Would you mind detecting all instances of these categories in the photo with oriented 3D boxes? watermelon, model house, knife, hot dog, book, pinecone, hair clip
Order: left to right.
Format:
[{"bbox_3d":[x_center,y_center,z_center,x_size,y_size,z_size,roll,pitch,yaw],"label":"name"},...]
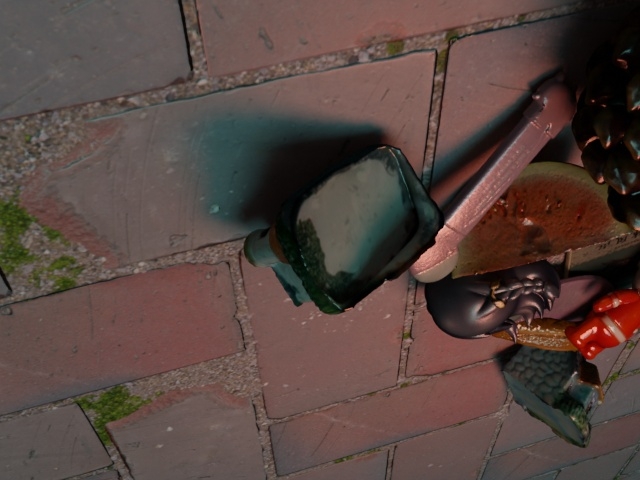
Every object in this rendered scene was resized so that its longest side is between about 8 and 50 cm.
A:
[{"bbox_3d":[0.000,0.000,1.168,0.253,0.184,0.291,-39,-170,-33],"label":"model house"},{"bbox_3d":[0.268,-0.092,1.211,0.132,0.038,0.399,24,112,-40],"label":"knife"},{"bbox_3d":[0.358,-0.046,1.296,0.303,0.159,0.128,-17,176,20],"label":"watermelon"},{"bbox_3d":[0.506,0.199,1.684,0.288,0.068,0.083,11,130,-16],"label":"hot dog"},{"bbox_3d":[0.488,0.126,1.583,0.358,0.110,0.095,0,-178,-20],"label":"hair clip"},{"bbox_3d":[0.607,0.331,1.835,0.241,0.226,0.261,-50,146,-11],"label":"model house"},{"bbox_3d":[0.628,0.003,1.558,0.264,0.031,0.379,-19,143,0],"label":"book"},{"bbox_3d":[0.560,-0.178,1.059,0.397,0.398,0.398,-13,142,-10],"label":"pinecone"}]

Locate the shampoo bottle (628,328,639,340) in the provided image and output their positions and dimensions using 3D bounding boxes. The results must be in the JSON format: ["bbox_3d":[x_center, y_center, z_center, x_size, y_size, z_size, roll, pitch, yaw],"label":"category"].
[{"bbox_3d":[0.679,0.183,1.779,0.214,0.072,0.072,22,126,-42],"label":"shampoo bottle"}]

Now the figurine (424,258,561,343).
[{"bbox_3d":[0.327,0.086,1.412,0.265,0.175,0.197,-29,152,-1],"label":"figurine"}]

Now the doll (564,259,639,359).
[{"bbox_3d":[0.667,0.117,1.587,0.336,0.105,0.199,-41,136,11],"label":"doll"}]
